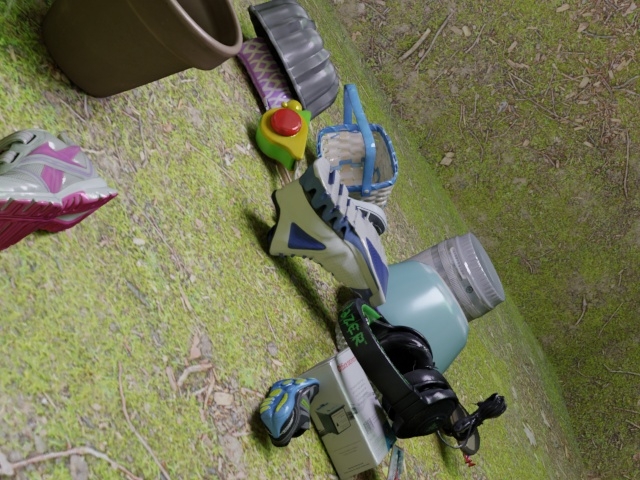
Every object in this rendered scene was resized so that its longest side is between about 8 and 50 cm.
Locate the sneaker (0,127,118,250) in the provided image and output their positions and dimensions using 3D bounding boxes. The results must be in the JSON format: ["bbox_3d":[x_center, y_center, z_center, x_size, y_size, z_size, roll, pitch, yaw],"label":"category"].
[{"bbox_3d":[-0.334,-0.063,0.815,0.111,0.103,0.252,57,13,-1],"label":"sneaker"}]

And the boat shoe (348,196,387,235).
[{"bbox_3d":[0.071,-0.043,1.790,0.306,0.113,0.105,29,44,-53],"label":"boat shoe"}]

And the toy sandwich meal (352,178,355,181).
[{"bbox_3d":[0.103,-0.143,2.139,0.085,0.029,0.085,45,28,-31],"label":"toy sandwich meal"}]

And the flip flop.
[{"bbox_3d":[0.306,0.424,1.818,0.112,0.080,0.277,38,15,-40],"label":"flip flop"}]

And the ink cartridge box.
[{"bbox_3d":[0.047,0.300,1.297,0.191,0.082,0.139,63,18,6],"label":"ink cartridge box"}]

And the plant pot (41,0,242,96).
[{"bbox_3d":[-0.284,-0.337,1.099,0.263,0.229,0.263,51,22,-30],"label":"plant pot"}]

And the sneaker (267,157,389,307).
[{"bbox_3d":[-0.001,-0.001,1.449,0.315,0.182,0.127,58,25,-24],"label":"sneaker"}]

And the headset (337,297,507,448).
[{"bbox_3d":[0.189,0.249,1.364,0.394,0.185,0.243,49,10,-29],"label":"headset"}]

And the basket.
[{"bbox_3d":[0.093,-0.217,1.877,0.289,0.201,0.255,96,-13,-48],"label":"basket"}]

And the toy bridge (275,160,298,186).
[{"bbox_3d":[-0.079,-0.173,1.713,0.063,0.026,0.188,44,25,-39],"label":"toy bridge"}]

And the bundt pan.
[{"bbox_3d":[-0.056,-0.465,1.860,0.331,0.124,0.331,61,-3,6],"label":"bundt pan"}]

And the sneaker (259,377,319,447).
[{"bbox_3d":[-0.047,0.266,1.154,0.188,0.067,0.078,-35,117,-72],"label":"sneaker"}]

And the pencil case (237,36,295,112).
[{"bbox_3d":[-0.136,-0.393,1.793,0.088,0.086,0.206,-22,82,-34],"label":"pencil case"}]

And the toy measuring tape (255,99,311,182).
[{"bbox_3d":[-0.096,-0.187,1.610,0.121,0.121,0.330,44,43,-41],"label":"toy measuring tape"}]

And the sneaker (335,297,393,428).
[{"bbox_3d":[0.122,0.253,1.552,0.293,0.102,0.146,65,12,-2],"label":"sneaker"}]

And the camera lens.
[{"bbox_3d":[0.314,0.126,1.925,0.219,0.274,0.219,50,22,-30],"label":"camera lens"}]

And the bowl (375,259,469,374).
[{"bbox_3d":[0.217,0.168,1.647,0.311,0.163,0.311,59,-3,5],"label":"bowl"}]

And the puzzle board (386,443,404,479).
[{"bbox_3d":[0.131,0.434,1.314,0.096,0.011,0.128,54,44,-64],"label":"puzzle board"}]

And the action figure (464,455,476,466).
[{"bbox_3d":[0.382,0.532,1.925,0.038,0.030,0.115,40,26,-36],"label":"action figure"}]
